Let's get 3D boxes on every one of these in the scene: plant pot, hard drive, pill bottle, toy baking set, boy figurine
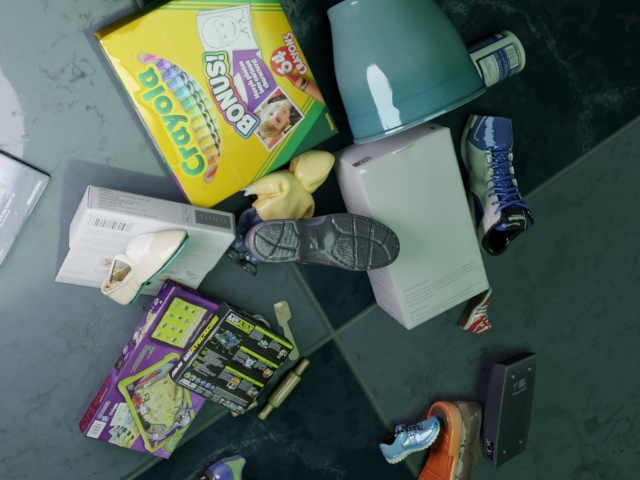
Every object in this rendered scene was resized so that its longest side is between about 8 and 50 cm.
[{"bbox_3d":[0.139,-0.350,1.645,0.272,0.272,0.255,-27,101,-14],"label":"plant pot"},{"bbox_3d":[0.451,0.399,2.096,0.172,0.054,0.254,-10,108,-49],"label":"hard drive"},{"bbox_3d":[0.327,-0.359,1.806,0.169,0.094,0.094,-27,116,-13],"label":"pill bottle"},{"bbox_3d":[-0.119,0.260,1.849,0.256,0.030,0.197,-47,118,-3],"label":"toy baking set"},{"bbox_3d":[-0.087,-0.074,1.716,0.285,0.092,0.177,-53,129,-2],"label":"boy figurine"}]

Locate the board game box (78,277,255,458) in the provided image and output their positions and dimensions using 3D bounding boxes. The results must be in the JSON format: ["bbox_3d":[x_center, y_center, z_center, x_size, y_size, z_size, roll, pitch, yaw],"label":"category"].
[{"bbox_3d":[-0.302,0.260,1.734,0.208,0.056,0.346,29,97,-33],"label":"board game box"}]

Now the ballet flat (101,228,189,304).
[{"bbox_3d":[-0.321,0.040,1.555,0.086,0.086,0.248,19,139,-28],"label":"ballet flat"}]

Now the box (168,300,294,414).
[{"bbox_3d":[-0.174,0.238,1.744,0.191,0.045,0.184,35,91,-38],"label":"box"}]

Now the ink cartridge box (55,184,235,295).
[{"bbox_3d":[-0.328,0.013,1.628,0.275,0.060,0.239,11,143,-26],"label":"ink cartridge box"}]

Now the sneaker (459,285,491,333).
[{"bbox_3d":[0.376,0.163,2.028,0.067,0.042,0.118,25,104,-24],"label":"sneaker"}]

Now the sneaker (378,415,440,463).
[{"bbox_3d":[0.204,0.450,2.020,0.162,0.063,0.073,-35,105,13],"label":"sneaker"}]

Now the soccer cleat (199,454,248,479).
[{"bbox_3d":[-0.166,0.595,1.906,0.121,0.093,0.289,-26,116,-21],"label":"soccer cleat"}]

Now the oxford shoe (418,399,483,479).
[{"bbox_3d":[0.323,0.554,2.090,0.133,0.130,0.363,-2,108,-29],"label":"oxford shoe"}]

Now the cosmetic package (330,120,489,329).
[{"bbox_3d":[0.188,-0.038,1.818,0.217,0.156,0.384,-24,114,-15],"label":"cosmetic package"}]

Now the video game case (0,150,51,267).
[{"bbox_3d":[-0.638,-0.088,1.511,0.274,0.026,0.196,28,94,-29],"label":"video game case"}]

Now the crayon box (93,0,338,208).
[{"bbox_3d":[-0.183,-0.282,1.599,0.313,0.106,0.362,-32,117,-11],"label":"crayon box"}]

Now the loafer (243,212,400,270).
[{"bbox_3d":[0.000,0.000,1.669,0.303,0.095,0.109,3,90,-21],"label":"loafer"}]

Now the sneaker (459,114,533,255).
[{"bbox_3d":[0.384,-0.104,1.865,0.128,0.182,0.315,-3,108,-24],"label":"sneaker"}]
